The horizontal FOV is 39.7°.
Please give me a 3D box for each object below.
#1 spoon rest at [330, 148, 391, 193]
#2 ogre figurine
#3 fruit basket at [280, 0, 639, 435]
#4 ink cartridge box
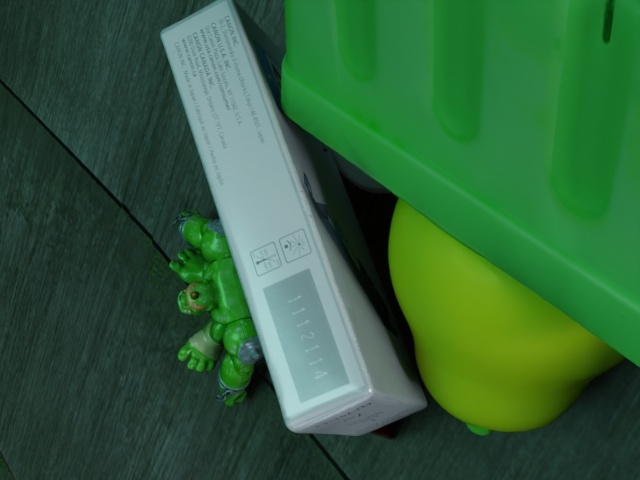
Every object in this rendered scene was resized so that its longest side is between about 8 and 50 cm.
[{"bbox_3d":[0.040,-0.174,0.717,0.137,0.084,0.276,-15,78,47],"label":"spoon rest"},{"bbox_3d":[-0.097,0.054,0.867,0.118,0.096,0.197,144,132,-61],"label":"ogre figurine"},{"bbox_3d":[0.153,-0.054,0.522,0.392,0.283,0.392,48,165,17],"label":"fruit basket"},{"bbox_3d":[0.000,0.000,0.679,0.066,0.261,0.296,-24,70,13],"label":"ink cartridge box"}]
